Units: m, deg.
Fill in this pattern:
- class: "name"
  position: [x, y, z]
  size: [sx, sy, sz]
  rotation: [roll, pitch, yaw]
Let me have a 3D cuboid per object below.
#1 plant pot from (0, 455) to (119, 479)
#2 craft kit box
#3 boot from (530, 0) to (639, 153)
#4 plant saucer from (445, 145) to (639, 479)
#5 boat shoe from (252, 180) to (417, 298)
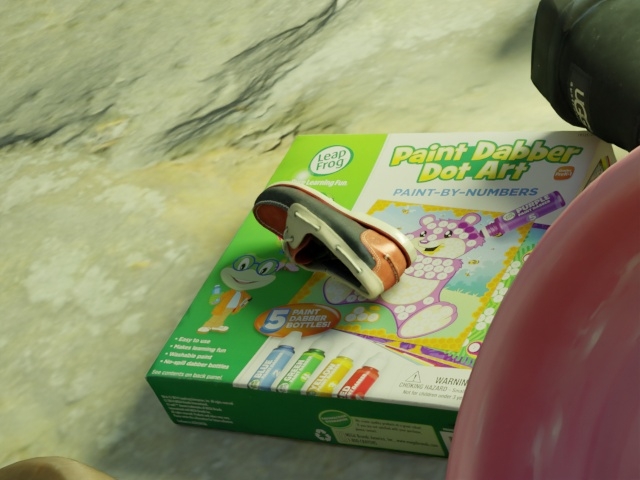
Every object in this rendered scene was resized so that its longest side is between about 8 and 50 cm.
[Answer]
- class: "plant pot"
  position: [-0.077, 0.211, 0.542]
  size: [0.263, 0.229, 0.263]
  rotation: [-31, 26, 17]
- class: "craft kit box"
  position: [0.045, 0.025, 0.890]
  size: [0.249, 0.061, 0.247]
  rotation: [1, 42, 32]
- class: "boot"
  position: [0.365, -0.059, 0.718]
  size: [0.367, 0.146, 0.445]
  rotation: [-26, 37, -3]
- class: "plant saucer"
  position: [0.180, 0.111, 0.561]
  size: [0.332, 0.084, 0.332]
  rotation: [-36, 46, 49]
- class: "boat shoe"
  position: [0.000, 0.000, 0.865]
  size: [0.137, 0.049, 0.043]
  rotation: [24, 61, 41]
